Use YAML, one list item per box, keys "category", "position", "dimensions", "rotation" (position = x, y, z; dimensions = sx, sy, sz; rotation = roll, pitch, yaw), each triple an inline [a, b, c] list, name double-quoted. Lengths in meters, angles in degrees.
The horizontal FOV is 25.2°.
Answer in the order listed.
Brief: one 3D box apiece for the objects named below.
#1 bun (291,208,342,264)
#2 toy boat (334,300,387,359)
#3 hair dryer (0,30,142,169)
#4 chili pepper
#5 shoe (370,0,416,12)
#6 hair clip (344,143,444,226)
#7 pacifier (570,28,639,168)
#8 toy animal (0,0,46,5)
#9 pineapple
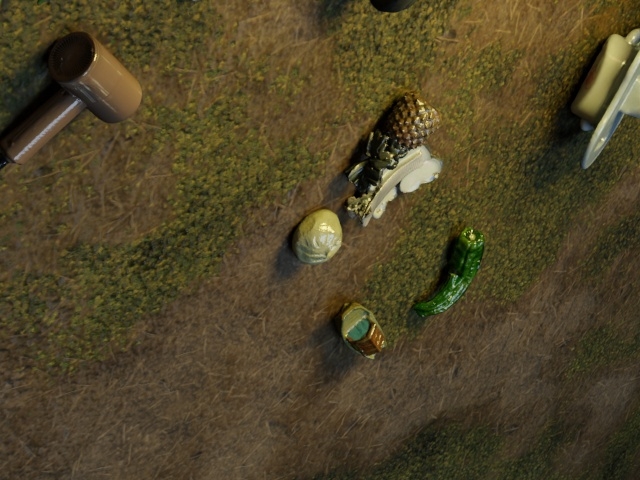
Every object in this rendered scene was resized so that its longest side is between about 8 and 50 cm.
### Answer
- category: "bun"
  position: [0.000, 0.000, 2.050]
  dimensions: [0.086, 0.055, 0.086]
  rotation: [-31, 144, -25]
- category: "toy boat"
  position: [0.063, 0.141, 2.263]
  dimensions: [0.065, 0.066, 0.172]
  rotation: [-42, 146, -5]
- category: "hair dryer"
  position: [-0.290, -0.137, 1.569]
  dimensions: [0.181, 0.064, 0.117]
  rotation: [-40, 149, 2]
- category: "chili pepper"
  position: [0.222, 0.053, 2.377]
  dimensions: [0.073, 0.050, 0.182]
  rotation: [-11, 135, -54]
- category: "shoe"
  position: [0.166, -0.412, 1.761]
  dimensions: [0.149, 0.109, 0.293]
  rotation: [0, 120, -43]
- category: "hair clip"
  position: [0.109, -0.088, 2.096]
  dimensions: [0.172, 0.049, 0.116]
  rotation: [-42, 152, -15]
- category: "pacifier"
  position: [0.534, -0.219, 2.308]
  dimensions: [0.287, 0.226, 0.238]
  rotation: [-61, 164, 21]
- category: "toy animal"
  position: [-0.313, -0.245, 1.439]
  dimensions: [0.075, 0.041, 0.217]
  rotation: [15, 116, -53]
- category: "pineapple"
  position: [0.100, -0.135, 2.018]
  dimensions: [0.159, 0.074, 0.074]
  rotation: [-47, 148, 4]
